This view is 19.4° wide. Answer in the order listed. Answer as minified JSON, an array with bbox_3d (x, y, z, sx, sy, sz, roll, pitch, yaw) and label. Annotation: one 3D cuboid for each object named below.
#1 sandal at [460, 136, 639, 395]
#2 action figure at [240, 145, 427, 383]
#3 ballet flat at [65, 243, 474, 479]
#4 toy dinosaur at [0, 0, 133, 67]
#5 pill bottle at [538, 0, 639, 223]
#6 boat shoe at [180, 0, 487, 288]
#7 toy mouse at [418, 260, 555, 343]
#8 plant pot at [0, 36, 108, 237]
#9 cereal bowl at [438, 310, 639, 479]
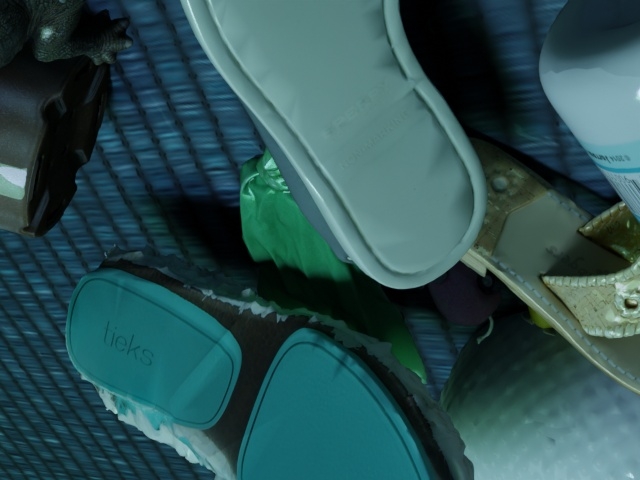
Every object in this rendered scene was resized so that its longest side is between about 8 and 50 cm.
[{"bbox_3d":[0.153,0.012,0.981,0.240,0.088,0.079,31,162,12],"label":"sandal"},{"bbox_3d":[0.000,0.000,1.159,0.137,0.063,0.232,23,158,22],"label":"action figure"},{"bbox_3d":[-0.010,0.103,1.172,0.409,0.147,0.147,32,163,48],"label":"ballet flat"},{"bbox_3d":[-0.197,-0.111,1.001,0.121,0.313,0.160,52,-179,17],"label":"toy dinosaur"},{"bbox_3d":[0.216,-0.012,0.755,0.264,0.146,0.146,50,150,-18],"label":"pill bottle"},{"bbox_3d":[-0.014,-0.112,0.909,0.099,0.116,0.319,41,162,50],"label":"boat shoe"},{"bbox_3d":[0.089,0.013,1.108,0.143,0.031,0.161,32,149,2],"label":"toy mouse"},{"bbox_3d":[-0.229,-0.086,1.159,0.165,0.167,0.167,19,154,6],"label":"plant pot"},{"bbox_3d":[0.214,0.198,1.202,0.339,0.141,0.339,24,154,13],"label":"cereal bowl"}]
